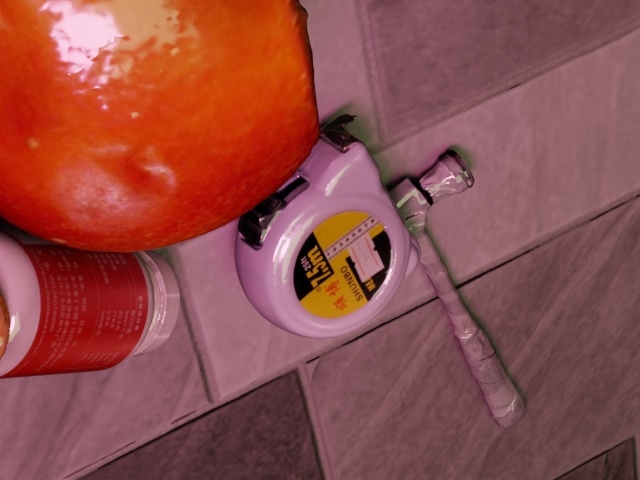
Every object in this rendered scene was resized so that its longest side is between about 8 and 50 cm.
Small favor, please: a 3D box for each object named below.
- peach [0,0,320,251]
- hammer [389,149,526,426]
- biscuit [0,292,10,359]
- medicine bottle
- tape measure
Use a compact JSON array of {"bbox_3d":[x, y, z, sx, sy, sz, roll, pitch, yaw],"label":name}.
[{"bbox_3d":[-0.184,-0.177,1.363,0.310,0.335,0.406,-24,137,-9],"label":"peach"},{"bbox_3d":[0.161,0.077,1.980,0.152,0.044,0.427,-37,135,-4],"label":"hammer"},{"bbox_3d":[-0.388,0.001,1.442,0.262,0.052,0.277,-5,105,5],"label":"biscuit"},{"bbox_3d":[-0.238,0.055,1.595,0.250,0.131,0.131,1,124,-60],"label":"medicine bottle"},{"bbox_3d":[-0.004,0.000,1.763,0.178,0.105,0.196,-35,126,-15],"label":"tape measure"}]
